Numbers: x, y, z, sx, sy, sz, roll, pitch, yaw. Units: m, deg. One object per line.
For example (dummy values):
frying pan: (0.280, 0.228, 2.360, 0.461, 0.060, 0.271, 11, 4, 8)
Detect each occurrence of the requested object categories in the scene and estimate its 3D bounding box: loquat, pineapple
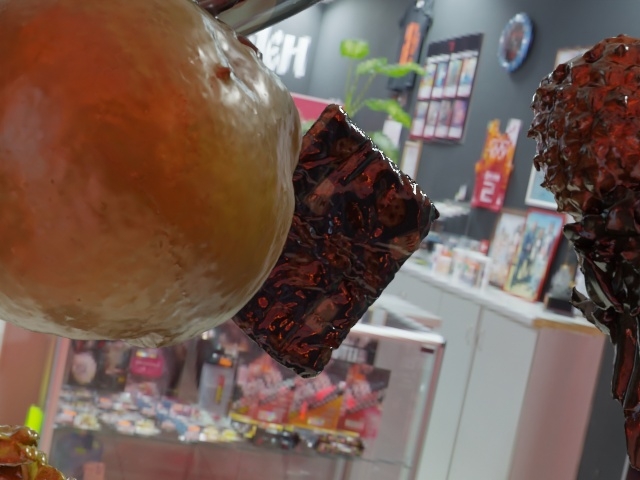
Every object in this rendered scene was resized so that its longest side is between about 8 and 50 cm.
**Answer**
loquat: (-0.112, -0.048, 0.457, 0.213, 0.213, 0.213, 11, 4, -1)
pineapple: (0.266, 0.008, 0.736, 0.165, 0.365, 0.165, -1, -25, -1)

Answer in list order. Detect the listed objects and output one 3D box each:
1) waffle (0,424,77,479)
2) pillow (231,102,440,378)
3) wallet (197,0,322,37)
waffle: (-0.414, 0.252, 0.959, 0.293, 0.259, 0.069, 37, 34, -28)
pillow: (0.000, 0.002, 0.935, 0.189, 0.255, 0.034, 44, -17, -17)
wallet: (-0.127, -0.213, 0.707, 0.075, 0.250, 0.176, 59, -6, 33)
